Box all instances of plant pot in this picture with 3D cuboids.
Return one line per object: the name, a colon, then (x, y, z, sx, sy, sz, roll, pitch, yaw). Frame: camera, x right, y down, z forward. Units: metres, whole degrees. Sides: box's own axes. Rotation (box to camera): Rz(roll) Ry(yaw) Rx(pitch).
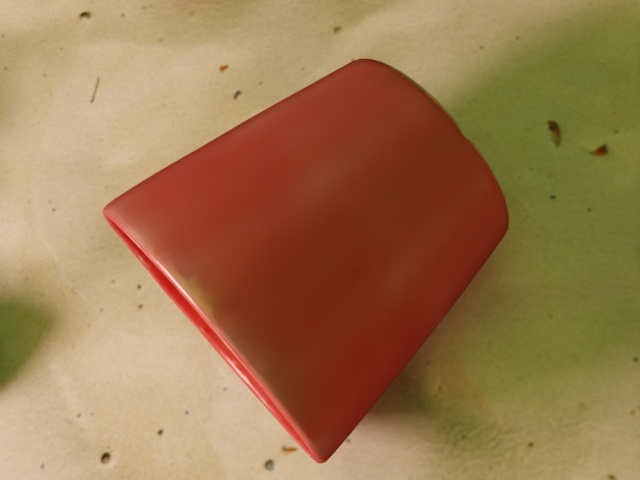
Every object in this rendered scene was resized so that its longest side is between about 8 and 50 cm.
plant pot: (0.000, 0.000, 0.805, 0.243, 0.275, 0.275, -42, 68, -11)
